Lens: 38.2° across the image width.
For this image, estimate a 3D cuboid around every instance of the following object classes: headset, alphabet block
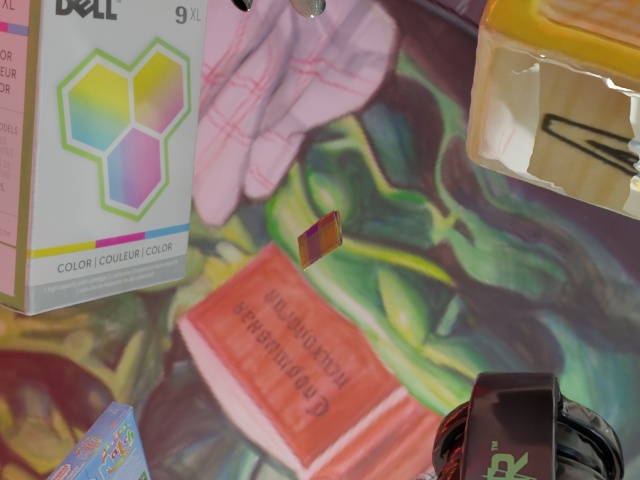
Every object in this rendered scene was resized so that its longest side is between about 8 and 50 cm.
[{"bbox_3d":[0.108,0.228,0.614,0.185,0.243,0.394,-1,157,16],"label":"headset"},{"bbox_3d":[0.211,-0.133,0.570,0.193,0.192,0.197,18,166,11],"label":"alphabet block"}]

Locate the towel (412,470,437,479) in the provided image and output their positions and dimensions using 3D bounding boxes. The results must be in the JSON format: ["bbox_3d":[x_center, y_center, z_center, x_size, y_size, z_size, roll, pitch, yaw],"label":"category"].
[{"bbox_3d":[0.153,0.430,1.188,0.121,0.283,0.235,34,-171,29],"label":"towel"}]

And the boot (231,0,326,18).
[{"bbox_3d":[-0.094,-0.431,1.533,0.083,0.161,0.246,9,147,39],"label":"boot"}]

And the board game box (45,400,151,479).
[{"bbox_3d":[-0.295,0.351,1.267,0.039,0.160,0.211,13,129,21],"label":"board game box"}]

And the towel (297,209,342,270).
[{"bbox_3d":[0.000,0.000,1.277,0.009,0.083,0.060,21,-133,-37],"label":"towel"}]

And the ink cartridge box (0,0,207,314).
[{"bbox_3d":[-0.115,-0.078,0.456,0.062,0.209,0.109,15,-165,30],"label":"ink cartridge box"}]
